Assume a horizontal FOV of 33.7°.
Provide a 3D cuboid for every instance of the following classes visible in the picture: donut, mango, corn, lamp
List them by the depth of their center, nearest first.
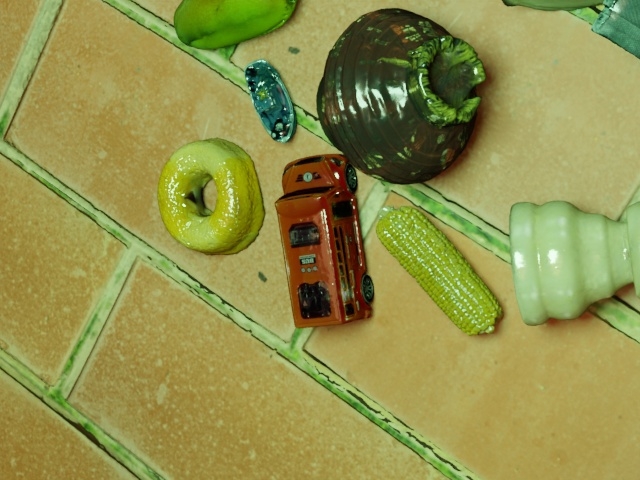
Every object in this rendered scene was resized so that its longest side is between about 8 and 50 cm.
[{"bbox_3d":[0.112,-0.196,1.432,0.247,0.247,0.247,2,96,24],"label":"lamp"},{"bbox_3d":[0.169,0.039,1.510,0.238,0.080,0.080,47,111,10],"label":"corn"},{"bbox_3d":[-0.139,-0.359,1.595,0.233,0.111,0.125,-8,78,37],"label":"mango"},{"bbox_3d":[-0.178,-0.067,1.655,0.174,0.075,0.190,7,97,23],"label":"donut"}]

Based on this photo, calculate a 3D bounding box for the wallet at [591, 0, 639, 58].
[{"bbox_3d":[0.506,-0.351,1.276,0.237,0.075,0.342,26,107,-20],"label":"wallet"}]

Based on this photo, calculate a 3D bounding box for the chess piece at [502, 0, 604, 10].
[{"bbox_3d":[0.317,-0.479,1.361,0.182,0.182,0.330,-2,88,24],"label":"chess piece"}]

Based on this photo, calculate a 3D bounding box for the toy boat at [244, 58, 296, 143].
[{"bbox_3d":[-0.076,-0.210,1.604,0.060,0.061,0.137,-23,86,24],"label":"toy boat"}]

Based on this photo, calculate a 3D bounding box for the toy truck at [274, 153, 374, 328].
[{"bbox_3d":[0.000,0.000,1.560,0.108,0.114,0.252,-8,93,26],"label":"toy truck"}]

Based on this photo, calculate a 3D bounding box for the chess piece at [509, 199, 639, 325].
[{"bbox_3d":[0.405,0.019,1.368,0.300,0.167,0.167,-6,92,20],"label":"chess piece"}]
